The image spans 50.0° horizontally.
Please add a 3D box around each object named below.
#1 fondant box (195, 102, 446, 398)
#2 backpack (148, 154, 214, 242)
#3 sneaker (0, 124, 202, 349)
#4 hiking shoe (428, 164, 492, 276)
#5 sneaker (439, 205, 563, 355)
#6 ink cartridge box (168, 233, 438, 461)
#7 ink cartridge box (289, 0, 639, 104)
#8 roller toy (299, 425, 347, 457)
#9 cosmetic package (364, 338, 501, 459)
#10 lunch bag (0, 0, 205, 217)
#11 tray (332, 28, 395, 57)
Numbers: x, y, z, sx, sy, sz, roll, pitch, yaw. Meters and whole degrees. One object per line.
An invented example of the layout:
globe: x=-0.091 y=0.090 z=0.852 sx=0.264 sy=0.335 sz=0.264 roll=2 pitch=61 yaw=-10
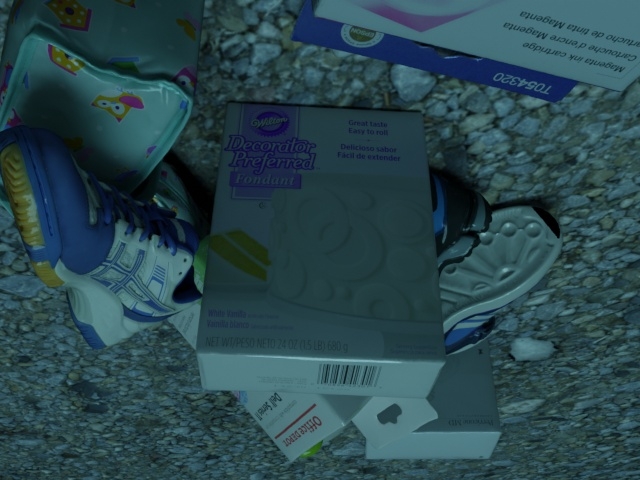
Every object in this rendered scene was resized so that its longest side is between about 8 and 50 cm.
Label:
fondant box: x=0.000 y=0.000 z=0.763 sx=0.238 sy=0.330 sz=0.096 roll=3 pitch=145 yaw=-2
backpack: x=-0.224 y=-0.033 z=0.910 sx=0.152 sy=0.115 sz=0.182 roll=-4 pitch=143 yaw=10
sneaker: x=-0.177 y=-0.009 z=0.594 sx=0.131 sy=0.112 sz=0.296 roll=-20 pitch=156 yaw=-12
hiking shoe: x=0.100 y=0.043 z=0.941 sx=0.132 sy=0.113 sz=0.304 roll=28 pitch=95 yaw=-18
sneaker: x=0.249 y=0.074 z=1.082 sx=0.323 sy=0.130 sz=0.236 roll=-41 pitch=156 yaw=18
ink cartridge box: x=-0.038 y=0.156 z=0.905 sx=0.353 sy=0.119 sz=0.207 roll=47 pitch=145 yaw=9
ink cartridge box: x=0.168 y=-0.225 z=0.585 sx=0.324 sy=0.071 sz=0.330 roll=9 pitch=151 yaw=-15
roller toy: x=-0.034 y=0.271 z=1.284 sx=0.191 sy=0.209 sz=0.146 roll=-38 pitch=146 yaw=-13
cosmetic package: x=0.189 y=0.264 z=1.237 sx=0.224 sy=0.224 sz=0.138 roll=-1 pitch=145 yaw=2
lunch bag: x=-0.211 y=-0.151 z=0.640 sx=0.160 sy=0.223 sz=0.262 roll=16 pitch=143 yaw=-25
tray: x=0.039 y=-0.277 z=0.626 sx=0.145 sy=0.030 sz=0.270 roll=-12 pitch=144 yaw=16
